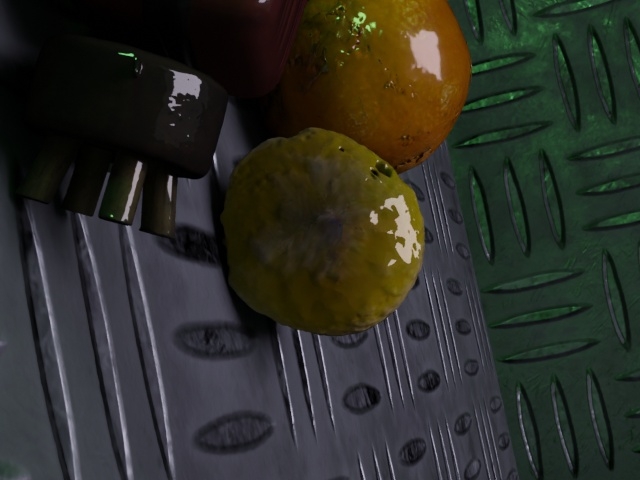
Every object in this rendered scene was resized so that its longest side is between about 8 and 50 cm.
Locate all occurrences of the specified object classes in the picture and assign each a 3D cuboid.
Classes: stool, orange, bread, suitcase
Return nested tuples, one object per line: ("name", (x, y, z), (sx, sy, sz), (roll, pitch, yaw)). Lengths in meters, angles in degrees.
("stool", (-0.135, -0.073, 0.871), (0.217, 0.125, 0.121), (-164, -91, -78))
("orange", (0.044, -0.186, 1.420), (0.246, 0.246, 0.246), (-13, 90, -77))
("bread", (0.004, -0.001, 1.248), (0.170, 0.197, 0.197), (75, 4, -80))
("suitcase", (-0.069, -0.268, 0.948), (0.236, 0.161, 0.297), (92, 16, -83))
